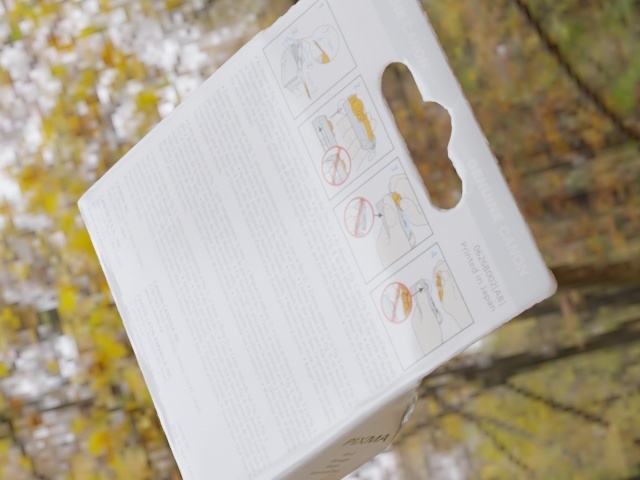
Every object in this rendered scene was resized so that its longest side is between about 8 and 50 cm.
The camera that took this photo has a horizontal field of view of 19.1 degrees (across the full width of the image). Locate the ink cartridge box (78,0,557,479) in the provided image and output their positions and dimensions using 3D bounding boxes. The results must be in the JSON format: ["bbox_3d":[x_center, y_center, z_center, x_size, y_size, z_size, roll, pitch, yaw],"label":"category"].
[{"bbox_3d":[0.000,0.000,0.674,0.045,0.179,0.145,3,-123,-50],"label":"ink cartridge box"}]
